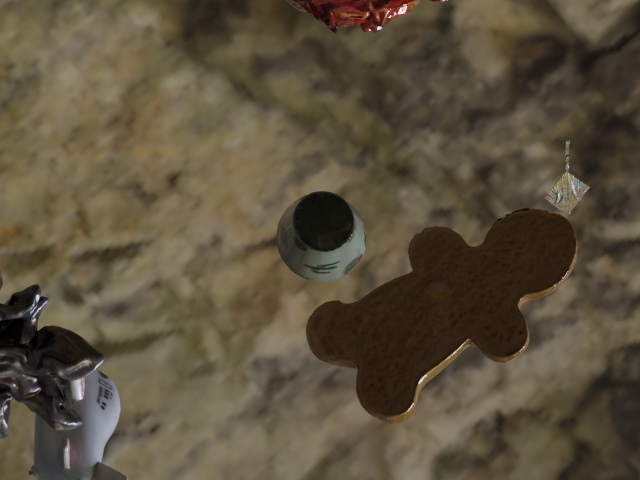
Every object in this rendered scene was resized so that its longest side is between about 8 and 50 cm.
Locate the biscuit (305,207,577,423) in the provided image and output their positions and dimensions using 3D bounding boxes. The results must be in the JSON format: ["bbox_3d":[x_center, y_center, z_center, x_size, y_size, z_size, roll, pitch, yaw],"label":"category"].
[{"bbox_3d":[0.164,0.081,2.252,0.216,0.340,0.047,49,-9,32],"label":"biscuit"}]

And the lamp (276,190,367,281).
[{"bbox_3d":[0.000,0.000,2.480,0.121,0.121,0.214,45,-13,7],"label":"lamp"}]

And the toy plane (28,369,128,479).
[{"bbox_3d":[-0.305,0.234,2.327,0.252,0.118,0.252,176,-90,-83],"label":"toy plane"}]

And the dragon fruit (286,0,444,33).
[{"bbox_3d":[0.040,-0.317,1.734,0.241,0.241,0.252,15,-78,43],"label":"dragon fruit"}]

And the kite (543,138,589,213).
[{"bbox_3d":[0.247,-0.061,1.829,0.002,0.044,0.078,-121,-135,-59],"label":"kite"}]

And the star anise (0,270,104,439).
[{"bbox_3d":[-0.365,0.112,1.996,0.212,0.129,0.282,-35,-72,24],"label":"star anise"}]
